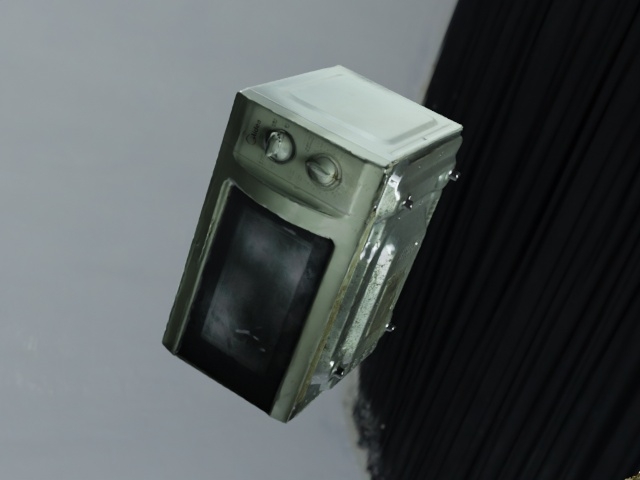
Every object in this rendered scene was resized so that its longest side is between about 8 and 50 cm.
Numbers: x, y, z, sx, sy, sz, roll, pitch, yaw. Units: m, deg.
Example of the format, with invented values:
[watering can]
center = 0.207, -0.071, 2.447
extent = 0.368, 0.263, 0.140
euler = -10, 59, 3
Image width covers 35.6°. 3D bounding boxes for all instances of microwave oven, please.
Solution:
[microwave oven]
center = 0.000, 0.000, 0.704
extent = 0.129, 0.204, 0.163
euler = 30, 29, 19

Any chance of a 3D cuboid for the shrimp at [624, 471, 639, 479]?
[shrimp]
center = 0.154, 0.209, 0.552
extent = 0.154, 0.294, 0.062
euler = 48, 4, -27
